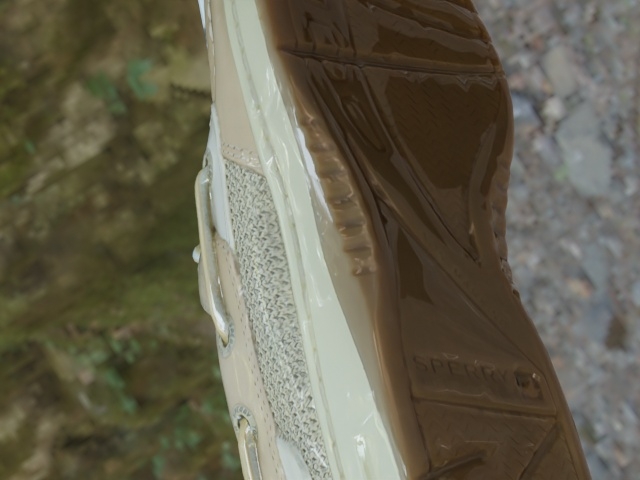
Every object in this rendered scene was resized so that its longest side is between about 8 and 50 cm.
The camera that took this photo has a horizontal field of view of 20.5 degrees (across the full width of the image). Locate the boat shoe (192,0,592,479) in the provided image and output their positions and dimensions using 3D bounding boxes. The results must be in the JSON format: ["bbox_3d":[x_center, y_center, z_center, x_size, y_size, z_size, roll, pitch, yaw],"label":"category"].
[{"bbox_3d":[0.000,0.000,0.625,0.110,0.122,0.341,-38,49,38],"label":"boat shoe"}]

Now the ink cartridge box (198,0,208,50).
[{"bbox_3d":[-0.029,-0.127,1.435,0.153,0.087,0.208,59,-166,-53],"label":"ink cartridge box"}]
